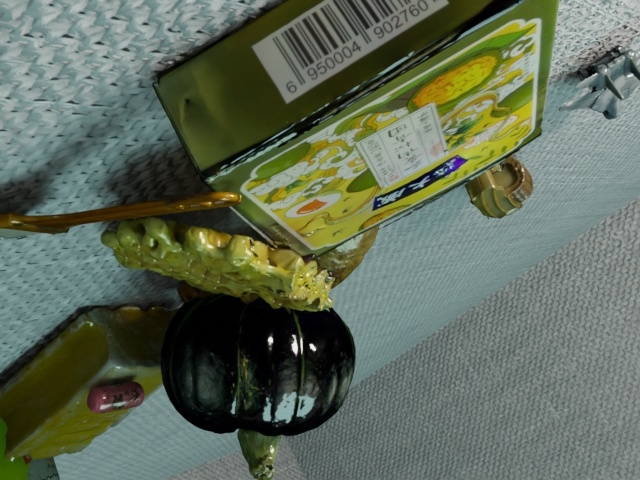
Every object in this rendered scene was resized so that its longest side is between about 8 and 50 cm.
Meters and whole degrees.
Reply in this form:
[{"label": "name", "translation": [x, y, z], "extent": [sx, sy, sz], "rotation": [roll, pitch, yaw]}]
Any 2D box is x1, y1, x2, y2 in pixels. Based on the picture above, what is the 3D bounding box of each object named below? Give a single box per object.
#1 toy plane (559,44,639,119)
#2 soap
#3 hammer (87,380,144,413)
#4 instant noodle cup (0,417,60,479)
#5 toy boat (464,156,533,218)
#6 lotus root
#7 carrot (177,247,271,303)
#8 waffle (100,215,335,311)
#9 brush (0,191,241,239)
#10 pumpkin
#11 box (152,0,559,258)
[{"label": "toy plane", "translation": [0.489, -0.260, 1.361], "extent": [0.212, 0.088, 0.267], "rotation": [-31, 171, 10]}, {"label": "soap", "translation": [-0.359, 0.224, 1.324], "extent": [0.281, 0.143, 0.259], "rotation": [-42, 159, 24]}, {"label": "hammer", "translation": [-0.300, 0.229, 1.180], "extent": [0.083, 0.043, 0.043], "rotation": [-1, 149, -40]}, {"label": "instant noodle cup", "translation": [-0.563, 0.460, 1.370], "extent": [0.294, 0.308, 0.294], "rotation": [-26, 163, -8]}, {"label": "toy boat", "translation": [0.346, -0.107, 1.544], "extent": [0.115, 0.089, 0.310], "rotation": [-24, 165, 16]}, {"label": "lotus root", "translation": [0.000, 0.000, 1.225], "extent": [0.128, 0.145, 0.260], "rotation": [27, 135, -17]}, {"label": "carrot", "translation": [-0.108, 0.054, 1.335], "extent": [0.260, 0.070, 0.070], "rotation": [-20, 161, -20]}, {"label": "waffle", "translation": [-0.113, 0.032, 0.980], "extent": [0.307, 0.060, 0.312], "rotation": [15, 170, -16]}, {"label": "brush", "translation": [-0.218, -0.025, 0.791], "extent": [0.314, 0.017, 0.090], "rotation": [-6, 174, 21]}, {"label": "pumpkin", "translation": [-0.092, 0.208, 1.206], "extent": [0.295, 0.296, 0.296], "rotation": [-26, 163, -9]}, {"label": "box", "translation": [0.067, -0.145, 0.910], "extent": [0.373, 0.138, 0.420], "rotation": [-30, 163, 4]}]
